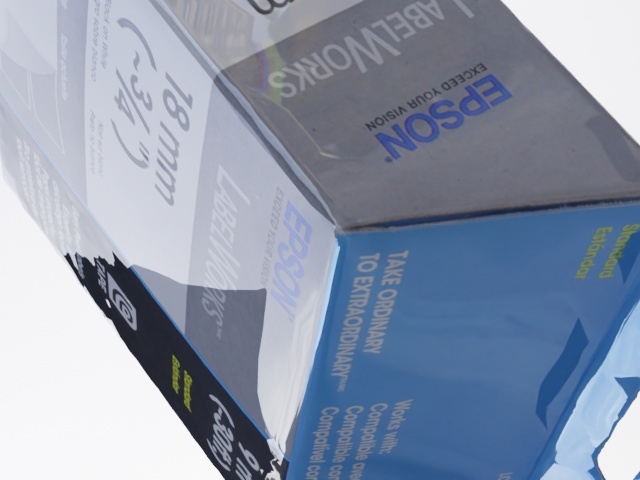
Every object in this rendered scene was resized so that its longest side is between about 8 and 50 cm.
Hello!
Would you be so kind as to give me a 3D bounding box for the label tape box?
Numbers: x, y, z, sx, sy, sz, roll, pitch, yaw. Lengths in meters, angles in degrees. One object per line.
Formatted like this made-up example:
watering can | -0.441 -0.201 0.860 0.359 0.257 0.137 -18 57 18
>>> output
label tape box | 0.000 0.000 0.561 0.106 0.334 0.241 -29 -25 -24
